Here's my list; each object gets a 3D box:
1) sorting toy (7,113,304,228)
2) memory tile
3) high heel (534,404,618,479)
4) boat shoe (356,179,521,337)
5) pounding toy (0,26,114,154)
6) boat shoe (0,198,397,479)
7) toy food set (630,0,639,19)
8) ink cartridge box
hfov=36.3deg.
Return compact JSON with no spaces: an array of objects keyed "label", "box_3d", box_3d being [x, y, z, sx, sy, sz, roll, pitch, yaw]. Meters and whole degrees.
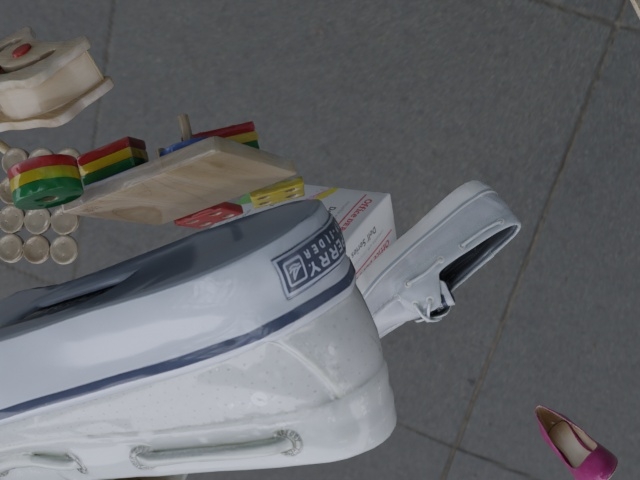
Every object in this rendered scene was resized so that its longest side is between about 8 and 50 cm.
[{"label":"sorting toy","box_3d":[-0.102,-0.056,0.740,0.132,0.274,0.046,-19,80,21]},{"label":"memory tile","box_3d":[-0.352,-0.044,1.224,0.113,0.012,0.148,0,85,13]},{"label":"high heel","box_3d":[0.456,0.366,1.769,0.082,0.244,0.117,-44,93,6]},{"label":"boat shoe","box_3d":[0.089,0.033,0.811,0.184,0.066,0.063,-41,58,-3]},{"label":"pounding toy","box_3d":[-0.396,-0.202,1.380,0.269,0.154,0.155,0,133,34]},{"label":"boat shoe","box_3d":[-0.116,0.102,0.509,0.367,0.136,0.156,-18,103,30]},{"label":"toy food set","box_3d":[0.447,-0.366,1.257,0.038,0.192,0.132,2,149,45]},{"label":"ink cartridge box","box_3d":[0.000,0.000,1.760,0.353,0.207,0.119,8,127,29]}]
